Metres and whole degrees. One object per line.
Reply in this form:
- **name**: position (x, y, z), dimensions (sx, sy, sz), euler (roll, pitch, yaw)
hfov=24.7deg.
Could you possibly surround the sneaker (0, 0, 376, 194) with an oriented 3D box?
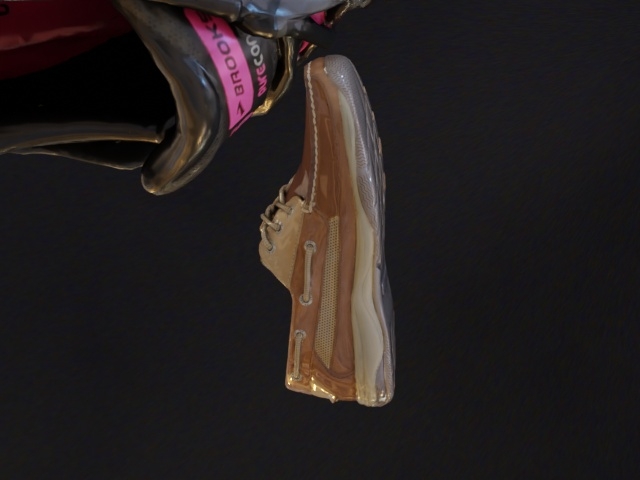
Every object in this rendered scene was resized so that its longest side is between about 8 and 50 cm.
- **sneaker**: position (-0.041, -0.125, 0.712), dimensions (0.483, 0.185, 0.202), euler (-19, -123, -4)

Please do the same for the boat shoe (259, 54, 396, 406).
- **boat shoe**: position (0.000, 0.000, 1.290), dimensions (0.116, 0.123, 0.324), euler (-3, -73, 7)
